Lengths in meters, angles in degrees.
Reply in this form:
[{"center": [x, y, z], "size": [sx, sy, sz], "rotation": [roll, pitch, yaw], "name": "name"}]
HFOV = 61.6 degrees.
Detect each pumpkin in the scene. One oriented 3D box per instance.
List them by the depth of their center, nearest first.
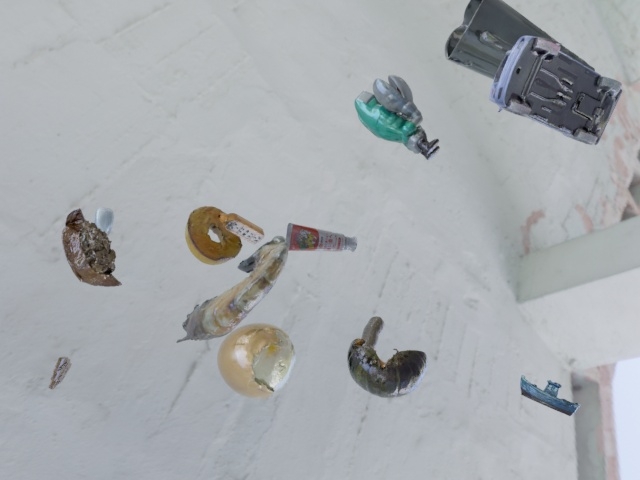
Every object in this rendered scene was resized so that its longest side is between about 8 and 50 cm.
[{"center": [0.141, 0.295, 1.204], "size": [0.107, 0.183, 0.119], "rotation": [-63, -28, -50], "name": "pumpkin"}]

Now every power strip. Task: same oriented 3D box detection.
[{"center": [-0.225, -0.037, 1.512], "size": [0.178, 0.049, 0.028], "rotation": [32, -154, -47], "name": "power strip"}]

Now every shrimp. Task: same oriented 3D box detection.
[{"center": [-0.172, 0.100, 1.062], "size": [0.071, 0.365, 0.233], "rotation": [42, -126, -13], "name": "shrimp"}]

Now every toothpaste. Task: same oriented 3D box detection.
[{"center": [0.000, 0.000, 1.701], "size": [0.234, 0.057, 0.089], "rotation": [6, -83, -20], "name": "toothpaste"}]

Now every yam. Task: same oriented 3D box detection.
[{"center": [0.152, 0.334, 1.718], "size": [0.061, 0.061, 0.274], "rotation": [53, -151, -10], "name": "yam"}]

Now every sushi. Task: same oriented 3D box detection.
[{"center": [-0.320, 0.016, 0.753], "size": [0.120, 0.055, 0.052], "rotation": [61, -178, 27], "name": "sushi"}]

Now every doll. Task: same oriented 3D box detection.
[{"center": [0.216, -0.324, 1.452], "size": [0.258, 0.195, 0.153], "rotation": [45, -99, -2], "name": "doll"}]

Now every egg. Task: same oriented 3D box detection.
[{"center": [-0.179, 0.323, 1.458], "size": [0.201, 0.244, 0.201], "rotation": [5, -97, -47], "name": "egg"}]

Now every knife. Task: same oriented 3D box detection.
[{"center": [-0.592, 0.011, 1.418], "size": [0.044, 0.331, 0.080], "rotation": [6, -121, -28], "name": "knife"}]

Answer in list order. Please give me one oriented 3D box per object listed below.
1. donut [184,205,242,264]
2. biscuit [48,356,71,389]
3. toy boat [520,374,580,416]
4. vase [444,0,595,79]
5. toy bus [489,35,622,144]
[{"center": [-0.311, -0.009, 1.529], "size": [0.162, 0.065, 0.178], "rotation": [0, -120, -40], "name": "donut"}, {"center": [-0.621, 0.310, 1.289], "size": [0.016, 0.092, 0.082], "rotation": [24, -146, -1], "name": "biscuit"}, {"center": [0.534, 0.357, 1.256], "size": [0.061, 0.137, 0.060], "rotation": [-67, -26, -6], "name": "toy boat"}, {"center": [0.422, -0.391, 1.140], "size": [0.301, 0.156, 0.251], "rotation": [30, -153, 1], "name": "vase"}, {"center": [0.239, -0.156, 0.568], "size": [0.167, 0.073, 0.076], "rotation": [12, -164, -32], "name": "toy bus"}]
